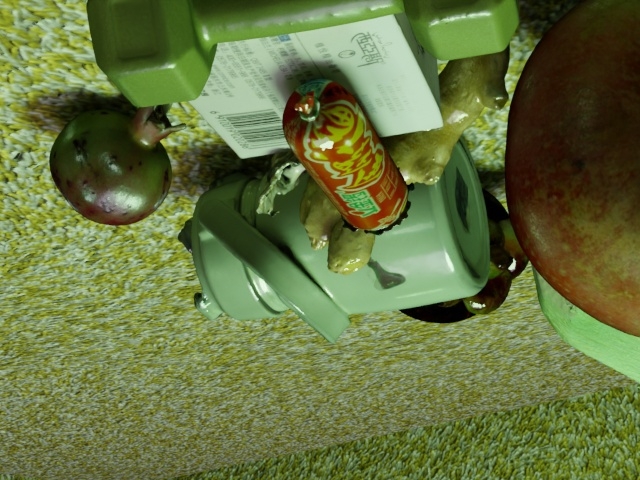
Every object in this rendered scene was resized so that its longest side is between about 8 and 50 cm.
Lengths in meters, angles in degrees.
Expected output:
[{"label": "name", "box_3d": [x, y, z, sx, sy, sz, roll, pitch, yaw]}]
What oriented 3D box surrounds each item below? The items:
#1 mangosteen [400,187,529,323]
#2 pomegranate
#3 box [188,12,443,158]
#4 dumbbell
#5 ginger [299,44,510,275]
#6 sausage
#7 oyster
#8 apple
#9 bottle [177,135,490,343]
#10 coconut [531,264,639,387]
[{"label": "mangosteen", "box_3d": [0.171, 0.019, 1.658, 0.194, 0.194, 0.230, 8, -171, -36]}, {"label": "pomegranate", "box_3d": [-0.199, -0.082, 1.382, 0.159, 0.129, 0.129, -20, 159, 12]}, {"label": "box", "box_3d": [-0.018, -0.179, 1.150, 0.203, 0.116, 0.274, -9, 162, 13]}, {"label": "dumbbell", "box_3d": [-0.011, -0.172, 0.947, 0.302, 0.121, 0.108, -8, -171, 13]}, {"label": "ginger", "box_3d": [0.085, -0.099, 1.331, 0.299, 0.118, 0.065, -49, 147, 19]}, {"label": "sausage", "box_3d": [0.018, -0.076, 1.172, 0.083, 0.083, 0.264, -10, 162, 12]}, {"label": "oyster", "box_3d": [-0.031, -0.085, 1.346, 0.106, 0.061, 0.200, -46, -174, 8]}, {"label": "apple", "box_3d": [0.333, -0.076, 1.220, 0.349, 0.348, 0.277, -5, 171, -3]}, {"label": "bottle", "box_3d": [0.000, 0.000, 1.519, 0.352, 0.229, 0.229, -12, 160, 18]}, {"label": "coconut", "box_3d": [0.387, 0.016, 1.604, 0.281, 0.328, 0.328, -49, 147, 13]}]
